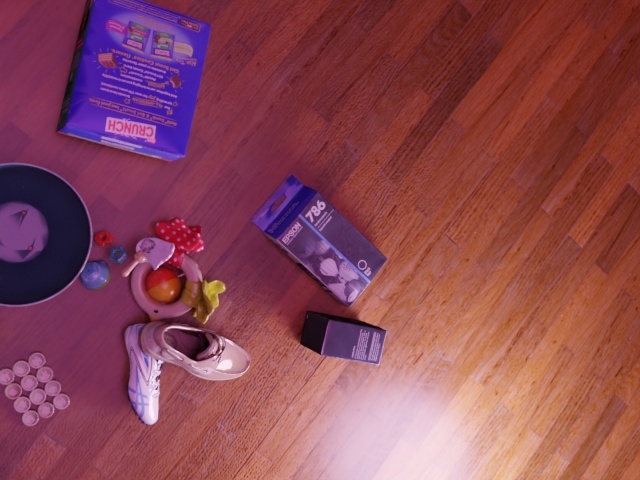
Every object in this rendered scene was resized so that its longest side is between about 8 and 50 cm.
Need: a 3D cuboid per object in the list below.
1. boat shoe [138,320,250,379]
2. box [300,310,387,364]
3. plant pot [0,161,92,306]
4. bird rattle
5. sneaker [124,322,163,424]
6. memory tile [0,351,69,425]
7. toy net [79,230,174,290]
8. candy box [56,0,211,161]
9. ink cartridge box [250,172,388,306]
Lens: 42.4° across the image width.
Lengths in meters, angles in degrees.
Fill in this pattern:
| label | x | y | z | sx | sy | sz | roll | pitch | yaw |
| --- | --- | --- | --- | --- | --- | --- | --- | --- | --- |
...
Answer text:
| label | x | y | z | sx | sy | sz | roll | pitch | yaw |
| --- | --- | --- | --- | --- | --- | --- | --- | --- | --- |
| boat shoe | -0.270 | 0.255 | 1.904 | 0.302 | 0.098 | 0.109 | 27 | 65 | -38 |
| box | 0.054 | 0.239 | 2.034 | 0.158 | 0.156 | 0.093 | 13 | 88 | -21 |
| plant pot | -0.640 | -0.014 | 1.738 | 0.291 | 0.195 | 0.290 | -1 | 92 | -21 |
| bird rattle | -0.339 | 0.082 | 1.900 | 0.207 | 0.143 | 0.253 | -27 | 98 | -1 |
| sneaker | -0.396 | 0.308 | 1.897 | 0.086 | 0.085 | 0.237 | -6 | 93 | 10 |
| memory tile | -0.644 | 0.333 | 1.848 | 0.113 | 0.012 | 0.148 | -29 | 103 | -17 |
| toy net | -0.437 | 0.032 | 1.860 | 0.232 | 0.045 | 0.122 | -13 | 67 | 4 |
| candy box | -0.412 | -0.361 | 1.835 | 0.268 | 0.122 | 0.316 | 14 | 81 | -24 |
| ink cartridge box | 0.000 | 0.000 | 2.055 | 0.333 | 0.065 | 0.165 | 42 | 78 | -16 |
